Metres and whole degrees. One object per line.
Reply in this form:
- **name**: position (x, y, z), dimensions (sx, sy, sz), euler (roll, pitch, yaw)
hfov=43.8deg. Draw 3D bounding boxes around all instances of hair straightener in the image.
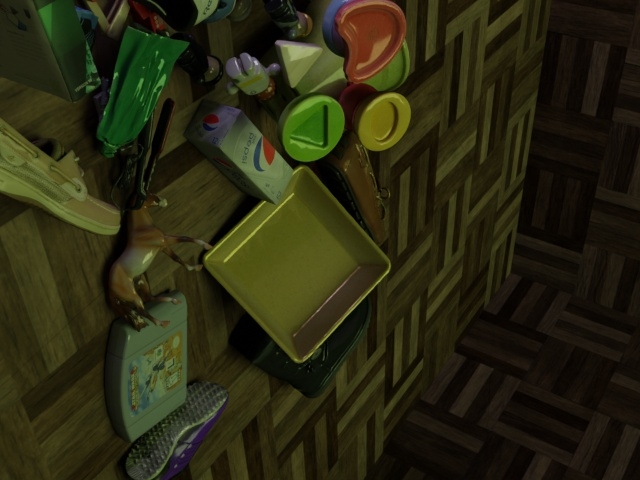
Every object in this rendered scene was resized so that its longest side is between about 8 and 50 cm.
- **hair straightener**: position (-0.331, -0.150, 1.413), dimensions (0.089, 0.047, 0.230), euler (8, 112, -38)

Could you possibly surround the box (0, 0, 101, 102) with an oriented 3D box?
- **box**: position (-0.402, -0.333, 0.940), dimensions (0.058, 0.232, 0.322), euler (-50, 148, -33)

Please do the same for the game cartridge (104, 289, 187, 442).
- **game cartridge**: position (-0.359, 0.268, 1.652), dimensions (0.198, 0.062, 0.297), euler (-39, 141, -52)

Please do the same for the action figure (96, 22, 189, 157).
- **action figure**: position (-0.316, -0.239, 1.312), dimensions (0.137, 0.063, 0.232), euler (2, 121, -53)

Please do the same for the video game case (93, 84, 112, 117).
- **video game case**: position (-0.336, -0.238, 1.376), dimensions (0.122, 0.011, 0.087), euler (-47, 146, -37)

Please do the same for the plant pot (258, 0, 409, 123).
- **plant pot**: position (0.001, -0.365, 1.678), dimensions (0.254, 0.276, 0.276), euler (-42, 145, -22)

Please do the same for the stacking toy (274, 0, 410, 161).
- **stacking toy**: position (0.019, -0.305, 1.481), dimensions (0.280, 0.130, 0.308), euler (-21, 130, -22)

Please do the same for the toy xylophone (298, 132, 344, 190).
- **toy xylophone**: position (-0.004, -0.116, 2.006), dimensions (0.236, 0.081, 0.322), euler (20, 91, -64)

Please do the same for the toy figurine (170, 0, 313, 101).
- **toy figurine**: position (-0.142, -0.363, 1.430), dimensions (0.213, 0.210, 0.148), euler (-67, 159, -3)

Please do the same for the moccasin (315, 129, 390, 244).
- **moccasin**: position (0.096, -0.122, 1.962), dimensions (0.147, 0.139, 0.380), euler (-48, 139, -19)

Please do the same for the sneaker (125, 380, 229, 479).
- **sneaker**: position (-0.320, 0.453, 1.816), dimensions (0.293, 0.102, 0.146), euler (-44, 149, -32)

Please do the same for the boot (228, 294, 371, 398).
- **boot**: position (-0.036, 0.209, 2.135), dimensions (0.366, 0.146, 0.445), euler (-64, 149, -14)

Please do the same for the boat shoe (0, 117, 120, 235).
- **boat shoe**: position (-0.412, -0.098, 1.213), dimensions (0.110, 0.122, 0.341), euler (-65, 152, -6)

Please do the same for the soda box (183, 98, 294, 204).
- **soda box**: position (-0.161, -0.177, 1.651), dimensions (0.091, 0.098, 0.286), euler (-64, 152, -11)

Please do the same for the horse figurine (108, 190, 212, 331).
- **horse figurine**: position (-0.322, 0.050, 1.484), dimensions (0.263, 0.175, 0.066), euler (-60, -175, 10)

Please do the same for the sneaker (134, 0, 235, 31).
- **sneaker**: position (-0.227, -0.458, 1.212), dimensions (0.182, 0.128, 0.315), euler (-63, 147, -50)

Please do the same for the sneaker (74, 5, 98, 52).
- **sneaker**: position (-0.363, -0.285, 1.124), dimensions (0.232, 0.082, 0.090), euler (-107, -149, -80)

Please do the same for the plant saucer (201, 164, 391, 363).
- **plant saucer**: position (-0.056, 0.053, 1.827), dimensions (0.333, 0.081, 0.333), euler (-45, 102, -17)

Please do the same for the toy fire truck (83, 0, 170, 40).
- **toy fire truck**: position (-0.318, -0.367, 1.278), dimensions (0.135, 0.047, 0.192), euler (-49, 148, -34)
